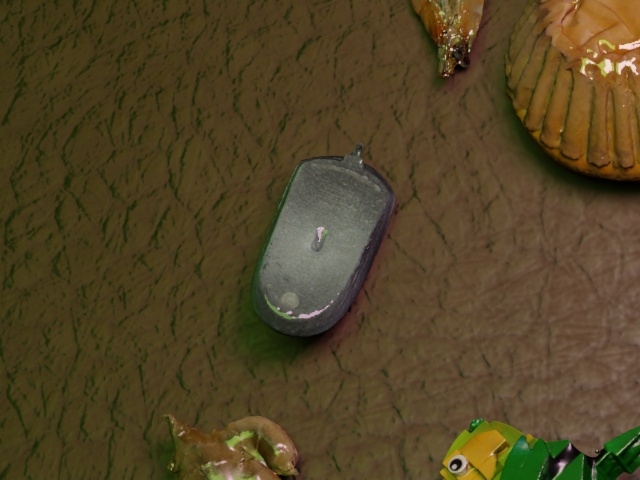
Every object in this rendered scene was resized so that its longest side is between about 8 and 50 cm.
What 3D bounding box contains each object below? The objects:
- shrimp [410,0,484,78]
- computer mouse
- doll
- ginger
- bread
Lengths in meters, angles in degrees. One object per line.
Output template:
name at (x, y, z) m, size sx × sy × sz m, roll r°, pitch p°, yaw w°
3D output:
shrimp at (0.138, -0.246, 1.785) m, size 0.091 × 0.043 × 0.184 m, roll -12°, pitch 58°, yaw 20°
computer mouse at (-0.001, 0.004, 1.702) m, size 0.113 × 0.068 × 0.229 m, roll 22°, pitch 63°, yaw 6°
doll at (0.195, 0.219, 1.524) m, size 0.186 × 0.106 × 0.134 m, roll 6°, pitch 63°, yaw 37°
ginger at (-0.079, 0.258, 1.622) m, size 0.133 × 0.059 × 0.214 m, roll -13°, pitch 65°, yaw 3°
bread at (0.307, -0.190, 1.646) m, size 0.274 × 0.149 × 0.274 m, roll -9°, pitch 58°, yaw 15°
